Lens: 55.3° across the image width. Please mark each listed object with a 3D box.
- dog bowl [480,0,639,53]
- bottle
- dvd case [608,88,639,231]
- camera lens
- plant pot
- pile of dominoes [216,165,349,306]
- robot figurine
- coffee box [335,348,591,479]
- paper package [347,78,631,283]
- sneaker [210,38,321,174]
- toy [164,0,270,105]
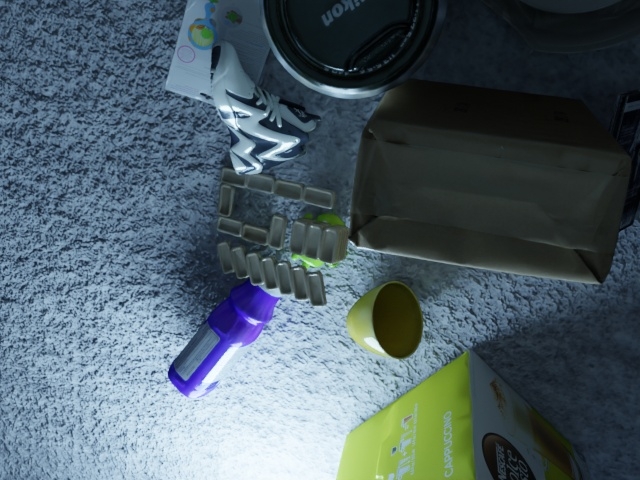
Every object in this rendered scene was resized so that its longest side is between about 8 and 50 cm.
[{"bbox_3d":[0.323,-0.413,0.746,0.349,0.102,0.348,6,132,7],"label":"dog bowl"},{"bbox_3d":[-0.168,0.168,1.137,0.092,0.118,0.282,43,108,12],"label":"bottle"},{"bbox_3d":[0.441,-0.108,0.881,0.018,0.165,0.221,27,123,40],"label":"dvd case"},{"bbox_3d":[0.054,-0.313,0.794,0.220,0.274,0.219,4,114,10],"label":"camera lens"},{"bbox_3d":[0.103,0.144,1.079,0.095,0.134,0.134,-14,113,47],"label":"plant pot"},{"bbox_3d":[-0.072,-0.011,1.043,0.251,0.040,0.195,16,105,30],"label":"pile of dominoes"},{"bbox_3d":[0.000,0.000,1.058,0.101,0.067,0.115,47,114,4],"label":"robot figurine"},{"bbox_3d":[0.245,0.470,1.065,0.334,0.337,0.338,44,115,-9],"label":"coffee box"},{"bbox_3d":[0.218,-0.098,0.828,0.310,0.325,0.168,10,114,8],"label":"paper package"},{"bbox_3d":[-0.079,-0.209,0.950,0.153,0.094,0.234,-8,129,1],"label":"sneaker"},{"bbox_3d":[-0.143,-0.323,0.944,0.137,0.056,0.237,17,130,-14],"label":"toy"}]
